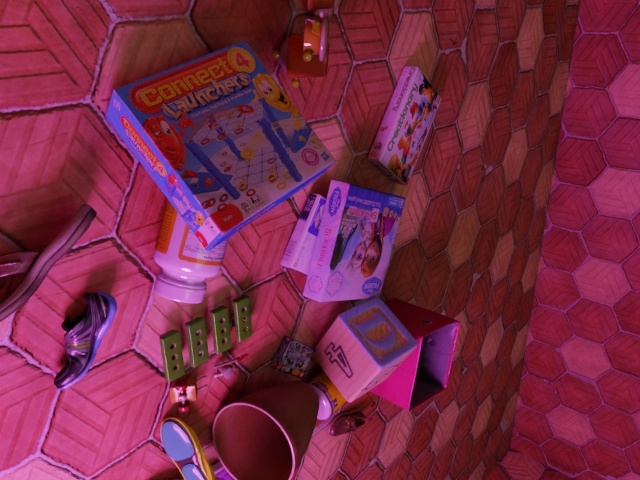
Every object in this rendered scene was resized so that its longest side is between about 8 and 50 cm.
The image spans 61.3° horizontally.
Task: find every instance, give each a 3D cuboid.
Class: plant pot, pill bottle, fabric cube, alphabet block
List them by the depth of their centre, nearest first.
[{"bbox_3d":[-0.254,-0.006,1.083,0.136,0.136,0.246,11,96,-52],"label":"pill bottle"},{"bbox_3d":[-0.110,0.473,1.410,0.254,0.237,0.237,-27,126,-60],"label":"plant pot"},{"bbox_3d":[0.126,0.316,1.577,0.192,0.193,0.197,-17,149,-42],"label":"alphabet block"},{"bbox_3d":[0.048,0.441,1.652,0.215,0.117,0.117,-30,126,-41],"label":"pill bottle"},{"bbox_3d":[0.267,0.359,1.775,0.254,0.258,0.259,-7,110,-49],"label":"fabric cube"}]

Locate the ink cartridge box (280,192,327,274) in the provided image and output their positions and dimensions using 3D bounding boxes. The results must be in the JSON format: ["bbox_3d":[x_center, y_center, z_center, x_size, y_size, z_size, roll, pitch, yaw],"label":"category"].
[{"bbox_3d":[0.000,0.000,1.471,0.208,0.045,0.206,28,82,-53],"label":"ink cartridge box"}]

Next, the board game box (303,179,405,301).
[{"bbox_3d":[0.104,0.009,1.519,0.318,0.066,0.318,4,102,-54],"label":"board game box"}]

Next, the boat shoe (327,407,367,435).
[{"bbox_3d":[0.094,0.620,1.828,0.178,0.060,0.064,-5,108,-50],"label":"boat shoe"}]

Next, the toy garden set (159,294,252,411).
[{"bbox_3d":[-0.263,0.258,1.255,0.244,0.049,0.204,-24,120,-45],"label":"toy garden set"}]

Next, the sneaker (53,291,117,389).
[{"bbox_3d":[-0.446,0.181,0.995,0.078,0.067,0.188,26,86,-31],"label":"sneaker"}]

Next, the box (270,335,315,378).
[{"bbox_3d":[-0.075,0.332,1.529,0.137,0.027,0.094,37,76,-51],"label":"box"}]

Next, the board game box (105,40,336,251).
[{"bbox_3d":[-0.174,-0.188,1.009,0.308,0.086,0.302,-38,91,-36],"label":"board game box"}]

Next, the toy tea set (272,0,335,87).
[{"bbox_3d":[-0.034,-0.512,1.174,0.200,0.124,0.336,93,3,-77],"label":"toy tea set"}]

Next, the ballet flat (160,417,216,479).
[{"bbox_3d":[-0.306,0.501,1.269,0.077,0.077,0.231,-68,137,-74],"label":"ballet flat"}]

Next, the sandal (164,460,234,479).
[{"bbox_3d":[-0.285,0.659,1.343,0.416,0.102,0.169,8,98,-52],"label":"sandal"}]

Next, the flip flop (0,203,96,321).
[{"bbox_3d":[-0.477,0.038,0.866,0.080,0.112,0.277,44,70,-22],"label":"flip flop"}]

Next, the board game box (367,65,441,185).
[{"bbox_3d":[0.260,-0.345,1.644,0.193,0.053,0.305,28,83,-52],"label":"board game box"}]
